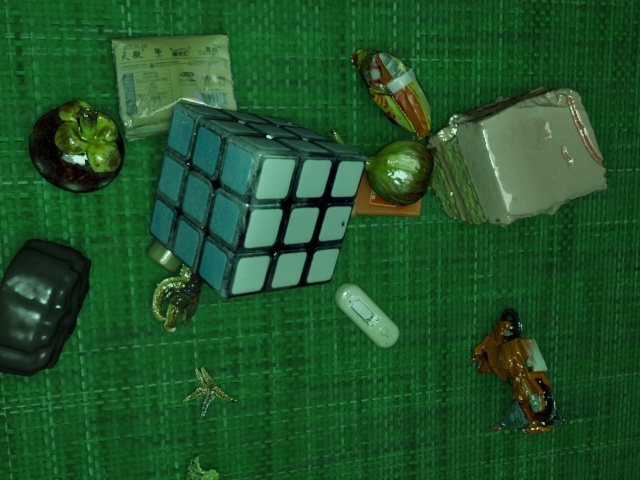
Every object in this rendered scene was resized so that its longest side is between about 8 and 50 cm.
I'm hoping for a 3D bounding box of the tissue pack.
[{"bbox_3d":[-0.319,-0.343,1.337,0.256,0.123,0.215,-7,86,-15],"label":"tissue pack"}]

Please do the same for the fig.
[{"bbox_3d":[0.126,-0.170,1.309,0.245,0.149,0.149,20,92,-16],"label":"fig"}]

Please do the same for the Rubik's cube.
[{"bbox_3d":[-0.135,-0.091,1.257,0.303,0.305,0.301,-6,118,-47],"label":"Rubik's cube"}]

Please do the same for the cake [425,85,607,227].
[{"bbox_3d":[0.455,-0.202,1.473,0.314,0.307,0.293,-24,101,-11],"label":"cake"}]

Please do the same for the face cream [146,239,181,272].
[{"bbox_3d":[-0.271,-0.082,1.416,0.137,0.084,0.341,39,84,-26],"label":"face cream"}]

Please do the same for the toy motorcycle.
[{"bbox_3d":[0.512,0.357,1.596,0.147,0.221,0.326,1,52,-18],"label":"toy motorcycle"}]

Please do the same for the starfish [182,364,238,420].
[{"bbox_3d":[-0.267,0.379,1.498,0.130,0.041,0.133,18,99,-8],"label":"starfish"}]

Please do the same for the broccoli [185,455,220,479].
[{"bbox_3d":[-0.293,0.592,1.505,0.092,0.097,0.095,-27,134,-4],"label":"broccoli"}]

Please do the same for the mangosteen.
[{"bbox_3d":[-0.504,-0.204,1.266,0.192,0.217,0.192,9,69,-25],"label":"mangosteen"}]

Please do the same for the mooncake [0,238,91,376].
[{"bbox_3d":[-0.580,0.143,1.265,0.141,0.283,0.283,16,93,-10],"label":"mooncake"}]

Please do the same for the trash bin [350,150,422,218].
[{"bbox_3d":[0.119,-0.129,1.475,0.238,0.184,0.161,5,96,-27],"label":"trash bin"}]

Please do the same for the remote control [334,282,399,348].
[{"bbox_3d":[0.124,0.197,1.577,0.078,0.042,0.221,-46,106,-6],"label":"remote control"}]

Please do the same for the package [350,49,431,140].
[{"bbox_3d":[0.172,-0.344,1.388,0.108,0.288,0.223,-34,109,11],"label":"package"}]

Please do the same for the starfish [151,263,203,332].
[{"bbox_3d":[-0.298,0.101,1.416,0.071,0.216,0.238,35,116,23],"label":"starfish"}]
